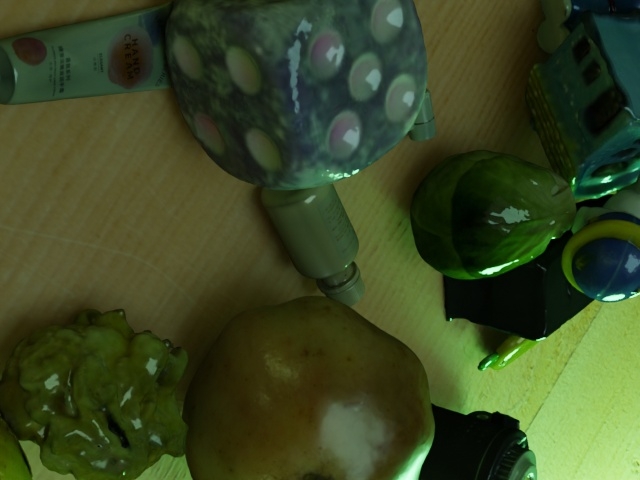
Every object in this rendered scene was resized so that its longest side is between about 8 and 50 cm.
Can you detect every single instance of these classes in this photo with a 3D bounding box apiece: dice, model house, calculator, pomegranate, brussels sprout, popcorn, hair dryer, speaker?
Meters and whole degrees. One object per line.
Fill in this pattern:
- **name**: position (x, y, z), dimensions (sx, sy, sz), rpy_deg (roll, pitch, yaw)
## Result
- **dice**: position (-0.034, -0.247, 1.640), dimensions (0.270, 0.270, 0.271), rpy_deg (-34, 127, -32)
- **model house**: position (0.489, -0.228, 2.062), dimensions (0.215, 0.303, 0.237), rpy_deg (-4, 65, -27)
- **calculator**: position (0.396, 0.192, 2.291), dimensions (0.234, 0.032, 0.146), rpy_deg (-30, 161, -26)
- **pomegranate**: position (-0.021, 0.284, 1.815), dimensions (0.411, 0.411, 0.412), rpy_deg (-16, 116, -35)
- **brussels sprout**: position (0.290, -0.049, 2.016), dimensions (0.271, 0.210, 0.220), rpy_deg (-9, 107, 0)
- **popcorn**: position (-0.306, 0.218, 1.648), dimensions (0.286, 0.215, 0.252), rpy_deg (37, 49, -43)
- **hair dryer**: position (0.129, -0.194, 1.966), dimensions (0.137, 0.047, 0.082), rpy_deg (-26, 121, -22)
- **speaker**: position (0.421, 0.039, 2.251), dimensions (0.388, 0.184, 0.180), rpy_deg (-29, 125, -42)

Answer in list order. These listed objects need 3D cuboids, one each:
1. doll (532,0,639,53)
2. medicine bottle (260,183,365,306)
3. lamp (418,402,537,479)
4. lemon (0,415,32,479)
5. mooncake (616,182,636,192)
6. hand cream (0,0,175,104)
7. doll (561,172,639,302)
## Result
- **doll**: position (0.510, -0.413, 2.143), dimensions (0.256, 0.161, 0.215), rpy_deg (-8, 126, -21)
- **medicine bottle**: position (0.000, 0.000, 1.880), dimensions (0.114, 0.114, 0.252), rpy_deg (-42, 128, -20)
- **lamp**: position (0.248, 0.420, 2.143), dimensions (0.374, 0.272, 0.205), rpy_deg (-13, 113, -36)
- **lemon**: position (-0.495, 0.308, 1.490), dimensions (0.253, 0.253, 0.310), rpy_deg (-48, 127, -16)
- **mooncake**: position (0.691, -0.115, 2.262), dimensions (0.378, 0.200, 0.379), rpy_deg (-9, 90, -67)
- **hand cream**: position (-0.311, -0.238, 1.564), dimensions (0.340, 0.077, 0.124), rpy_deg (-18, 116, -39)
- **doll**: position (0.486, 0.017, 2.039), dimensions (0.311, 0.159, 0.243), rpy_deg (106, -5, -55)
